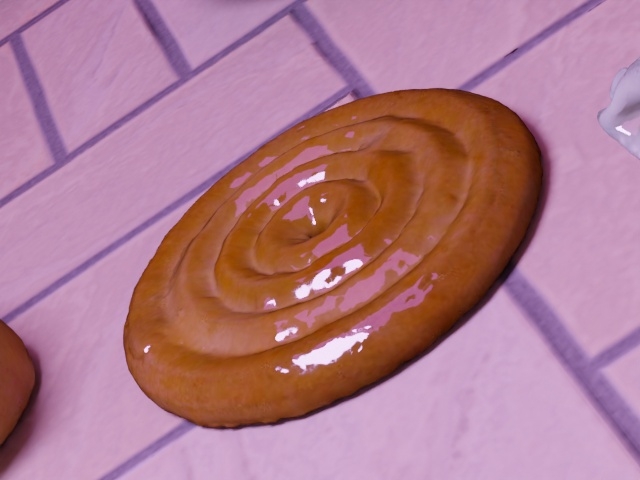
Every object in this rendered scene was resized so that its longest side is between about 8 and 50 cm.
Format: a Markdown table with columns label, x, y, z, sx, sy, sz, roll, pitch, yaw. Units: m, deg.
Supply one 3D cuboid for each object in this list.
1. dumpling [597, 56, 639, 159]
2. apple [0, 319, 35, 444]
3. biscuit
| label | x | y | z | sx | sy | sz | roll | pitch | yaw |
| --- | --- | --- | --- | --- | --- | --- | --- | --- | --- |
| dumpling | 0.237 | -0.083 | 0.877 | 0.216 | 0.105 | 0.149 | -4 | 41 | 42 |
| apple | -0.341 | 0.107 | 1.114 | 0.309 | 0.314 | 0.252 | -39 | 72 | 3 |
| biscuit | -0.001 | -0.001 | 1.067 | 0.262 | 0.037 | 0.262 | -25 | 32 | 17 |
